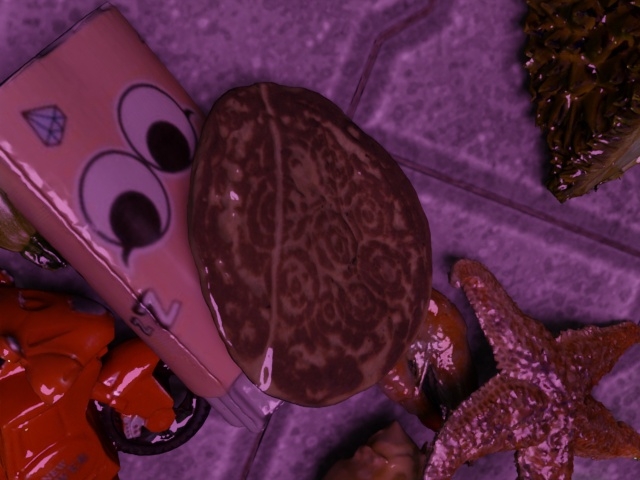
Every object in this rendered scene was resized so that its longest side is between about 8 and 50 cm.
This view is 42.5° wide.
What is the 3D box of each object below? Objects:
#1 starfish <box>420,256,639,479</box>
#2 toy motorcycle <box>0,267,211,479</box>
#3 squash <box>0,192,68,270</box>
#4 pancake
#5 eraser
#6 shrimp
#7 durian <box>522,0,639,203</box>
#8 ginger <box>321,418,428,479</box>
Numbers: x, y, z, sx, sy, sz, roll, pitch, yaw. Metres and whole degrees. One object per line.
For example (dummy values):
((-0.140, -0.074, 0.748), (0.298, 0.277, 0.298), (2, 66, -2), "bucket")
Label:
((0.209, 0.157, 0.733), (0.302, 0.060, 0.299), (-3, 83, -30), "starfish")
((-0.253, 0.152, 0.605), (0.325, 0.148, 0.221), (-37, 120, -5), "toy motorcycle")
((-0.263, -0.081, 0.580), (0.066, 0.066, 0.252), (-29, 109, -7), "squash")
((0.000, 0.000, 0.626), (0.250, 0.031, 0.250), (17, 65, -39), "pancake")
((-0.114, -0.014, 0.605), (0.290, 0.087, 0.171), (51, 43, -21), "eraser")
((0.101, 0.125, 0.746), (0.101, 0.042, 0.190), (-30, 106, -15), "shrimp")
((0.281, -0.215, 0.699), (0.198, 0.163, 0.395), (1, 113, -56), "durian")
((0.058, 0.298, 0.725), (0.137, 0.152, 0.267), (5, 71, -15), "ginger")
